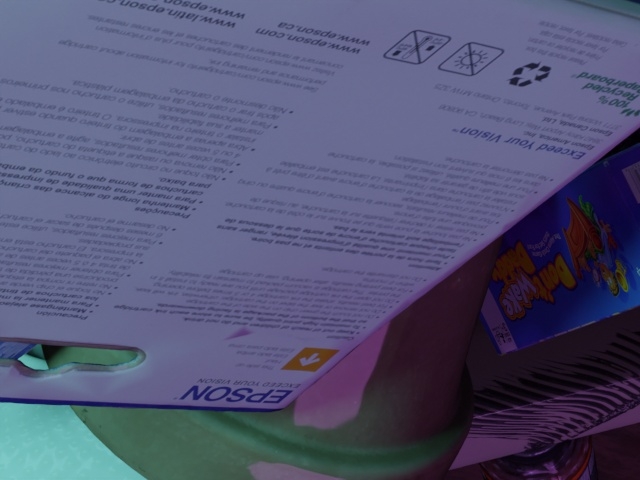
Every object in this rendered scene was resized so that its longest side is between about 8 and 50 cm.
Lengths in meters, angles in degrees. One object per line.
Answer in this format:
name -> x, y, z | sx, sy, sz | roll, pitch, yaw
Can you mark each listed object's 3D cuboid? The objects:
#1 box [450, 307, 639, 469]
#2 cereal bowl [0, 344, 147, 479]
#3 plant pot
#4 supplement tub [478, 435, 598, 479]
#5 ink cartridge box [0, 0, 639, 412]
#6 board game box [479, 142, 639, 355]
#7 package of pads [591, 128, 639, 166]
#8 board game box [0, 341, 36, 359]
box -> 0.145, 0.114, 1.455 | 0.275, 0.094, 0.113 | -13, 153, -11
cereal bowl -> -0.114, 0.127, 1.165 | 0.338, 0.141, 0.339 | -1, -168, 0
plant pot -> 0.000, 0.000, 1.020 | 0.263, 0.263, 0.229 | 3, 129, -37
supplement tub -> 0.191, 0.189, 1.617 | 0.106, 0.106, 0.198 | -20, 153, 3
ink cartridge box -> -0.056, -0.035, 0.745 | 0.324, 0.071, 0.330 | 7, 146, -39
board game box -> 0.273, -0.053, 1.075 | 0.347, 0.078, 0.233 | -25, 177, -19
package of pads -> 0.212, -0.069, 1.204 | 0.083, 0.050, 0.032 | -9, 158, -18
board game box -> -0.150, -0.025, 0.965 | 0.201, 0.136, 0.035 | -35, 148, 30
